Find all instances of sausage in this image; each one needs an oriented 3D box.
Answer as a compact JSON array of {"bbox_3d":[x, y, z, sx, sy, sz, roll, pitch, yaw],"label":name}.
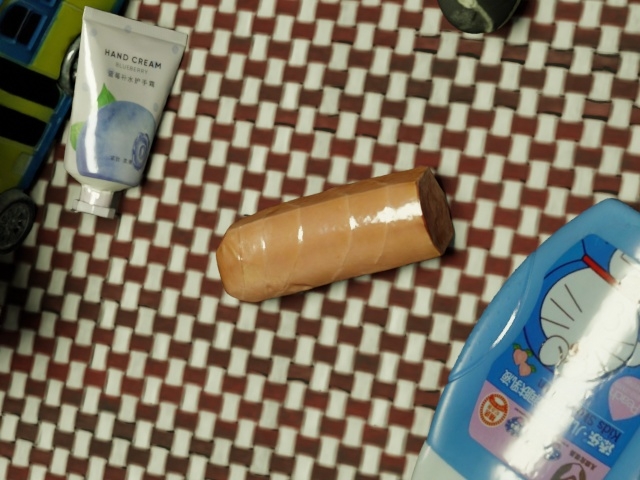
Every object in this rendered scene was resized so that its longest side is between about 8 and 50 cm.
[{"bbox_3d":[0.000,-0.001,1.232,0.169,0.065,0.065,-15,76,20],"label":"sausage"}]

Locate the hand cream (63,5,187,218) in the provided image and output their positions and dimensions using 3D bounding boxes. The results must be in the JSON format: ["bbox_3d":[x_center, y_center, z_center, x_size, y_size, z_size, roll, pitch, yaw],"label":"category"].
[{"bbox_3d":[-0.144,-0.086,1.303,0.053,0.084,0.142,21,97,54],"label":"hand cream"}]

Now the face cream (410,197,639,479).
[{"bbox_3d":[0.145,0.107,1.137,0.149,0.083,0.264,35,97,27],"label":"face cream"}]

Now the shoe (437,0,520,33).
[{"bbox_3d":[0.070,-0.238,1.223,0.112,0.099,0.228,-11,74,29],"label":"shoe"}]

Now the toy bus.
[{"bbox_3d":[-0.262,-0.118,1.299,0.138,0.175,0.288,29,94,26],"label":"toy bus"}]
